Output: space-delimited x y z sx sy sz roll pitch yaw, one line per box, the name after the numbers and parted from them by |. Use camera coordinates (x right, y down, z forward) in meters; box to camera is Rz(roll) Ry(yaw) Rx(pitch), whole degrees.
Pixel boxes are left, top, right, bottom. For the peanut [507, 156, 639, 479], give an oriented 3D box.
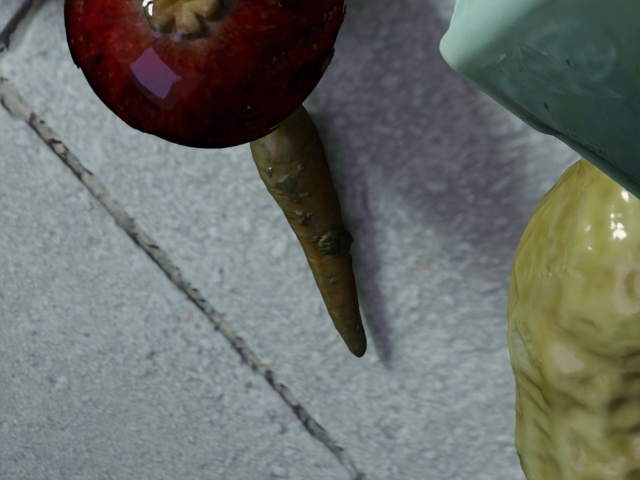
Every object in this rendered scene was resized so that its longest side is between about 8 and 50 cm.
0.175 0.058 0.834 0.147 0.147 0.306 21 139 34 | peanut

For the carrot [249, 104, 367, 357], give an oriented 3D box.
0.000 0.000 1.058 0.049 0.049 0.254 21 147 34 | carrot

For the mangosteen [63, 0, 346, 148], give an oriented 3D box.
-0.066 -0.135 0.862 0.166 0.166 0.180 47 177 -7 | mangosteen

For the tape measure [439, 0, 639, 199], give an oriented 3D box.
0.208 -0.089 0.529 0.262 0.138 0.259 40 142 -15 | tape measure
